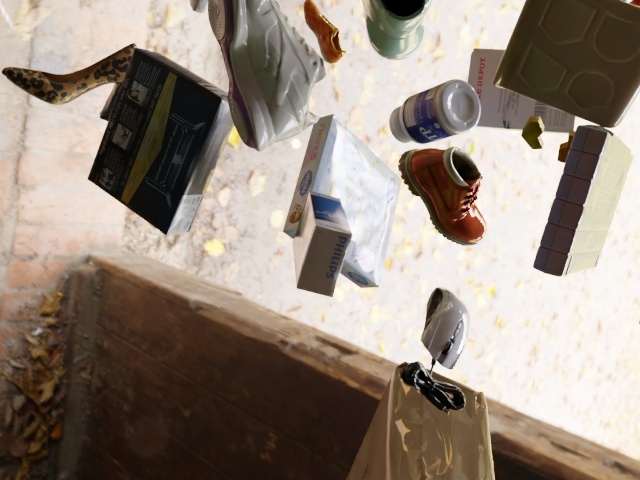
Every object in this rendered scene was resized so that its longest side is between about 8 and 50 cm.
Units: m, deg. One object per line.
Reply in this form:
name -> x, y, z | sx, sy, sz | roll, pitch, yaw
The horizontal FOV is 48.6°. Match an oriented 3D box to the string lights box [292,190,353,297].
string lights box -> 0.000, 0.000, 1.426 | 0.077, 0.259, 0.133 | 15, 106, -8

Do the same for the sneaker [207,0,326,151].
sneaker -> -0.075, -0.288, 1.034 | 0.152, 0.114, 0.305 | -19, 125, -18

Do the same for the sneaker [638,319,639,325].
sneaker -> 0.450, 0.070, 0.832 | 0.116, 0.136, 0.313 | 54, 39, -84

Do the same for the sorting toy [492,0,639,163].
sorting toy -> 0.415, -0.273, 1.187 | 0.307, 0.229, 0.041 | 103, 10, -48

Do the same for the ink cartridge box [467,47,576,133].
ink cartridge box -> 0.450, -0.329, 1.574 | 0.100, 0.237, 0.171 | -15, 111, -70

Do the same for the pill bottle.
pill bottle -> 0.231, -0.261, 1.480 | 0.112, 0.187, 0.112 | 3, 85, -30

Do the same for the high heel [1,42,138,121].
high heel -> -0.524, -0.377, 1.516 | 0.261, 0.093, 0.186 | 16, 115, -36

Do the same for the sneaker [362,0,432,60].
sneaker -> 0.079, -0.332, 0.736 | 0.094, 0.151, 0.255 | -8, 90, 0

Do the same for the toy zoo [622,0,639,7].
toy zoo -> 0.670, -0.573, 1.489 | 0.293, 0.030, 0.192 | -41, 140, -7

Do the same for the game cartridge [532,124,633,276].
game cartridge -> 0.440, -0.062, 1.170 | 0.355, 0.068, 0.230 | 0, 103, -61

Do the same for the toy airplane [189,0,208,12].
toy airplane -> -0.228, -0.531, 1.221 | 0.386, 0.272, 0.384 | 43, 48, -4

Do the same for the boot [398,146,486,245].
boot -> 0.170, -0.052, 0.863 | 0.158, 0.085, 0.059 | 46, 57, -27

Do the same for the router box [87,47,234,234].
router box -> -0.326, -0.202, 1.462 | 0.081, 0.243, 0.308 | -11, 130, -62

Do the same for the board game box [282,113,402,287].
board game box -> 0.066, -0.090, 1.744 | 0.318, 0.066, 0.318 | 38, 58, -41

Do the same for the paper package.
paper package -> 0.138, 0.424, 1.123 | 0.309, 0.168, 0.324 | -74, -177, -61

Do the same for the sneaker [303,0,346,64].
sneaker -> 0.014, -0.533, 1.787 | 0.064, 0.067, 0.175 | -32, 94, -55

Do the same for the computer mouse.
computer mouse -> 0.168, 0.133, 0.955 | 0.106, 0.042, 0.193 | 39, 45, -19
